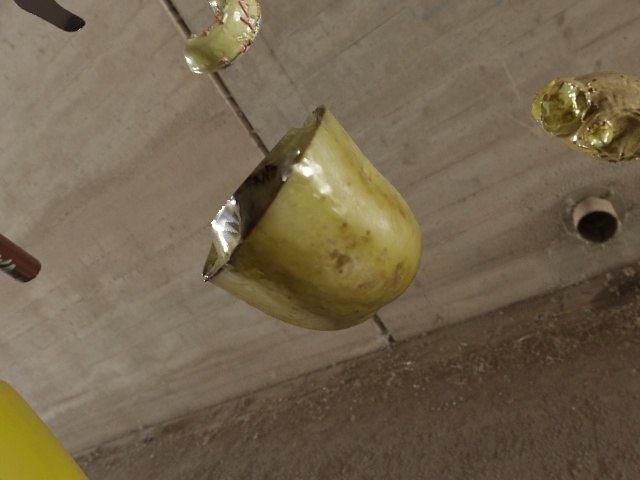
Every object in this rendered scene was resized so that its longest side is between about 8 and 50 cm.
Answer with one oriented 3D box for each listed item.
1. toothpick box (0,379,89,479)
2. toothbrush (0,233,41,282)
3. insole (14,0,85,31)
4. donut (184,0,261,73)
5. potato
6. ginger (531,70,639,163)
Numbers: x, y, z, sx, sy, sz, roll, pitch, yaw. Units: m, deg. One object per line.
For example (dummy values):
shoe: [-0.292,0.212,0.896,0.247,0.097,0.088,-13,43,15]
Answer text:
toothpick box: [-0.360,0.303,0.582,0.175,0.271,0.175,-47,-16,-18]
toothbrush: [-0.384,-0.039,0.486,0.041,0.041,0.364,-36,-24,-11]
insole: [-0.420,-0.357,0.791,0.053,0.153,0.002,-50,-16,-30]
donut: [-0.158,-0.352,0.847,0.108,0.065,0.165,19,81,38]
potato: [0.000,0.000,0.574,0.242,0.242,0.285,-42,1,-34]
ginger: [0.345,-0.156,0.634,0.216,0.157,0.102,-48,-19,-55]
